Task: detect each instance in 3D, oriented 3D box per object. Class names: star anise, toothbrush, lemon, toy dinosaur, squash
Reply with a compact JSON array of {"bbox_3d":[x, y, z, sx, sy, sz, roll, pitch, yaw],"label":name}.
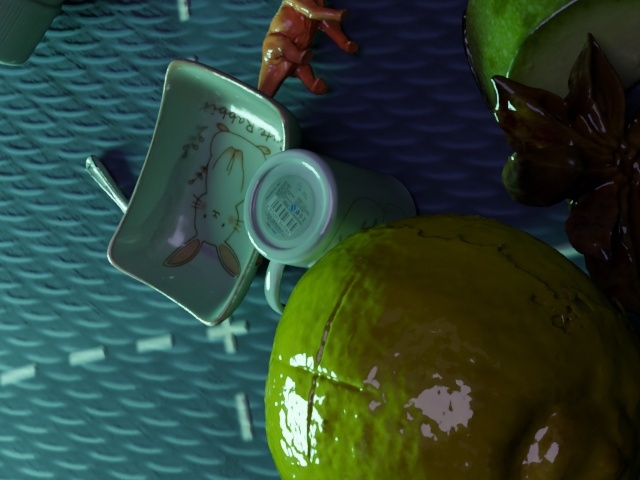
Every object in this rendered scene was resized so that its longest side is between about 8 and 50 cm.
[{"bbox_3d":[0.214,-0.058,1.226,0.111,0.196,0.212,-7,63,58],"label":"star anise"},{"bbox_3d":[-0.177,-0.012,1.519,0.204,0.022,0.017,51,124,27],"label":"toothbrush"},{"bbox_3d":[0.101,0.120,1.181,0.297,0.297,0.297,-5,80,30],"label":"lemon"},{"bbox_3d":[-0.009,-0.207,1.431,0.101,0.055,0.279,32,99,36],"label":"toy dinosaur"},{"bbox_3d":[0.186,-0.192,1.296,0.192,0.085,0.184,-41,65,17],"label":"squash"}]

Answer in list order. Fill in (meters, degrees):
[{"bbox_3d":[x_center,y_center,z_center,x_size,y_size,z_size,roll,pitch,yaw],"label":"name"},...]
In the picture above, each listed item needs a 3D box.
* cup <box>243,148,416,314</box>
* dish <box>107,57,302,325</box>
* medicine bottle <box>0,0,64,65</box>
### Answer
[{"bbox_3d":[0.009,-0.002,1.342,0.099,0.133,0.136,-3,81,34],"label":"cup"},{"bbox_3d":[-0.092,-0.045,1.427,0.151,0.077,0.212,29,108,30],"label":"dish"},{"bbox_3d":[-0.277,-0.356,1.524,0.208,0.208,0.339,41,104,29],"label":"medicine bottle"}]
